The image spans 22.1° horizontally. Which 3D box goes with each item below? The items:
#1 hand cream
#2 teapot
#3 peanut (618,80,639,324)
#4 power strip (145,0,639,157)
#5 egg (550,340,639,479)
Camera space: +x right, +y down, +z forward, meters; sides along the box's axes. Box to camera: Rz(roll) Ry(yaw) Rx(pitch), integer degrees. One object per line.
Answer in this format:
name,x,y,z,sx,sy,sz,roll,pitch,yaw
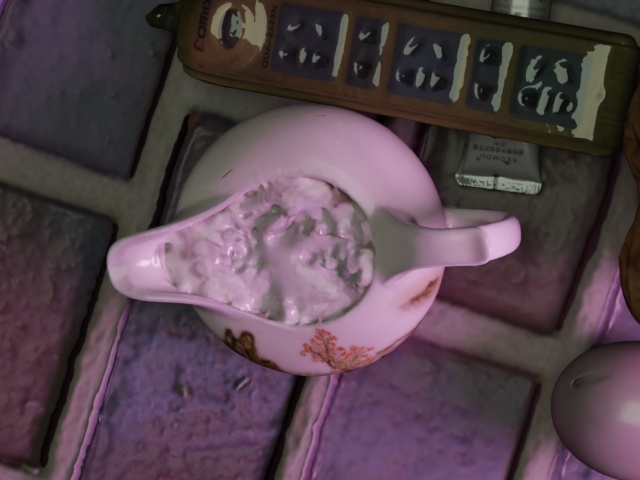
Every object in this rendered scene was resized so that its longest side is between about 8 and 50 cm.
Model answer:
hand cream,0.146,-0.134,1.239,0.067,0.042,0.194,8,97,8
teapot,0.000,0.000,1.207,0.298,0.139,0.204,-10,95,14
peanut,0.261,-0.043,1.124,0.110,0.197,0.233,3,109,15
power strip,0.042,-0.140,1.223,0.387,0.066,0.092,12,99,20
egg,0.234,0.124,1.184,0.135,0.103,0.103,7,91,10
